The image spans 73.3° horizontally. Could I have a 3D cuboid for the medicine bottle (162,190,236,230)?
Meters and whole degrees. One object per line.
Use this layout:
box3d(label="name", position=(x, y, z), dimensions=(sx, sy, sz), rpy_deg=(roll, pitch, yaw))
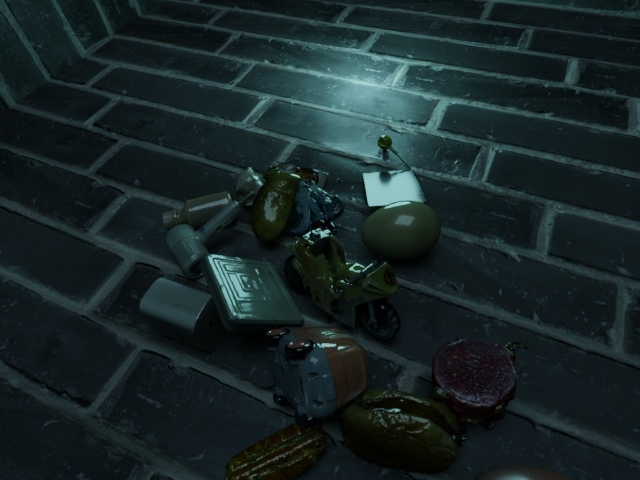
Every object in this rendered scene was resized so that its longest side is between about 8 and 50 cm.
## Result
box3d(label="medicine bottle", position=(-0.434, -0.097, 1.544), dimensions=(0.252, 0.114, 0.114), rpy_deg=(-14, 52, -6))

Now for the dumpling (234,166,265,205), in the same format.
box3d(label="dumpling", position=(-0.272, -0.196, 1.607), dimensions=(0.127, 0.108, 0.188), rpy_deg=(-49, 49, 10))

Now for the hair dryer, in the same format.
box3d(label="hair dryer", position=(-0.346, -0.047, 1.447), dimensions=(0.357, 0.107, 0.173), rpy_deg=(-42, 59, -1))

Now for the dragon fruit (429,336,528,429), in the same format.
box3d(label="dragon fruit", position=(0.400, 0.362, 1.100), dimensions=(0.282, 0.147, 0.211), rpy_deg=(-22, 44, -15))

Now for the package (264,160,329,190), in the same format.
box3d(label="package", position=(-0.100, -0.229, 1.666), dimensions=(0.239, 0.030, 0.154), rpy_deg=(13, 56, 14))

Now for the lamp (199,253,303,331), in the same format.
box3d(label="lamp", position=(-0.202, 0.152, 1.267), dimensions=(0.269, 0.047, 0.266), rpy_deg=(11, 34, -45))

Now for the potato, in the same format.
box3d(label="potato", position=(-0.177, -0.126, 1.485), dimensions=(0.160, 0.111, 0.272), rpy_deg=(-10, 58, 53))

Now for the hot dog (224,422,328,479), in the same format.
box3d(label="hot dog", position=(-0.106, 0.532, 1.051), dimensions=(0.268, 0.072, 0.115), rpy_deg=(-25, 62, -14))

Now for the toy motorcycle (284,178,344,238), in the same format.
box3d(label="toy motorcycle", position=(-0.043, -0.103, 1.501), dimensions=(0.206, 0.154, 0.260), rpy_deg=(-49, 48, -3))

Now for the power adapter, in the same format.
box3d(label="power adapter", position=(-0.420, 0.209, 1.258), dimensions=(0.255, 0.187, 0.124), rpy_deg=(15, 54, 16))

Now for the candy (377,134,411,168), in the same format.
box3d(label="candy", position=(0.297, -0.349, 1.716), dimensions=(0.058, 0.062, 0.194), rpy_deg=(-30, 65, -15))

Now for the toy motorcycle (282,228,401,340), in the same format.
box3d(label="toy motorcycle", position=(0.062, 0.119, 1.257), dimensions=(0.410, 0.237, 0.168), rpy_deg=(27, 32, 24))

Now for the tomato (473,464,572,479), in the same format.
box3d(label="tomato", position=(0.401, 0.590, 0.808), dimensions=(0.321, 0.322, 0.322), rpy_deg=(-3, 52, 4))

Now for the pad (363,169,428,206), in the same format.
box3d(label="pad", position=(0.261, -0.193, 1.551), dimensions=(0.202, 0.005, 0.300), rpy_deg=(-4, 30, 3))

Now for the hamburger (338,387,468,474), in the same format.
box3d(label="hamburger", position=(0.188, 0.440, 1.006), dimensions=(0.308, 0.211, 0.133), rpy_deg=(8, 49, 14))

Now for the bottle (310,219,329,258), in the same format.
box3d(label="bottle", position=(0.000, 0.000, 1.392), dimensions=(0.060, 0.164, 0.060), rpy_deg=(-3, 52, 3))

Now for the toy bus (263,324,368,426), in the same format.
box3d(label="toy bus", position=(-0.005, 0.312, 1.095), dimensions=(0.232, 0.194, 0.287), rpy_deg=(-14, 7, -26))

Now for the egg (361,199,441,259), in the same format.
box3d(label="egg", position=(0.256, -0.032, 1.377), dimensions=(0.253, 0.189, 0.189), rpy_deg=(-5, 52, 6))

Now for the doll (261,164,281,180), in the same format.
box3d(label="doll", position=(-0.170, -0.222, 1.630), dimensions=(0.078, 0.076, 0.113), rpy_deg=(-29, 94, -18))
